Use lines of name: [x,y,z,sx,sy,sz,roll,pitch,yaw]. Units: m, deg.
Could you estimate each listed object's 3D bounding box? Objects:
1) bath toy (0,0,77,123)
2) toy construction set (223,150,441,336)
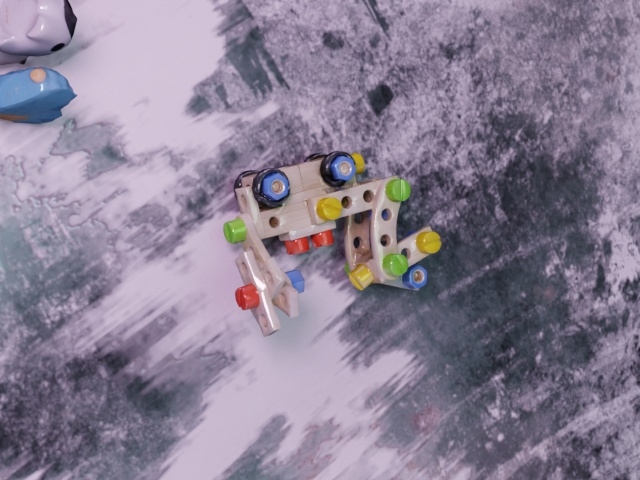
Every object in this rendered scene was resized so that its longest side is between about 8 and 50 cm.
bath toy: [-0.335,-0.312,1.445,0.129,0.151,0.348,10,78,-71]
toy construction set: [0.000,0.000,1.645,0.327,0.151,0.215,-19,99,-42]
